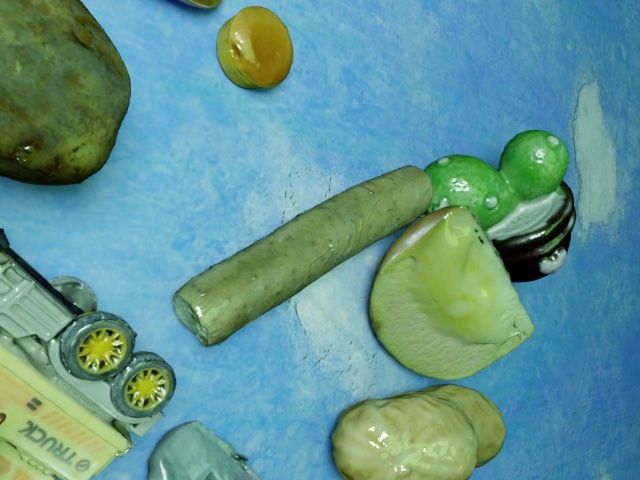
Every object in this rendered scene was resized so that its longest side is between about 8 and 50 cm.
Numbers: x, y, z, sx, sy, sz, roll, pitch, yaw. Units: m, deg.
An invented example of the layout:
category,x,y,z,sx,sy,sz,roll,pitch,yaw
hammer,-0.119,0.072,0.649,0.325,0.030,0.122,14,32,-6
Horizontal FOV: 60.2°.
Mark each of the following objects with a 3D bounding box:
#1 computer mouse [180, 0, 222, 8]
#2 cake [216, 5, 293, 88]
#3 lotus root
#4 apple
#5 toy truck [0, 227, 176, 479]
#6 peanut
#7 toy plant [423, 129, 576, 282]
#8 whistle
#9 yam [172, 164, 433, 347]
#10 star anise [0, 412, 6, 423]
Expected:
category,x,y,z,sx,sy,sz,roll,pitch,yaw
computer mouse,-0.175,-0.295,0.476,0.245,0.056,0.125,14,82,-41
cake,-0.068,-0.203,0.586,0.084,0.044,0.083,-2,92,-45
lotus root,-0.253,-0.137,0.339,0.275,0.160,0.151,23,87,-41
apple,0.158,0.075,0.757,0.193,0.120,0.265,-33,120,9
toy truck,-0.238,0.074,0.389,0.157,0.124,0.272,-47,125,-19
peanut,0.148,0.267,0.736,0.319,0.148,0.147,10,85,-44
toy plant,0.270,-0.051,0.821,0.218,0.175,0.235,-29,120,4
whistle,-0.059,0.338,0.543,0.189,0.189,0.347,-33,102,-37
yam,0.000,0.000,0.635,0.372,0.083,0.083,-28,111,-37
star anise,-0.235,0.135,0.247,0.237,0.347,0.148,79,14,-54
